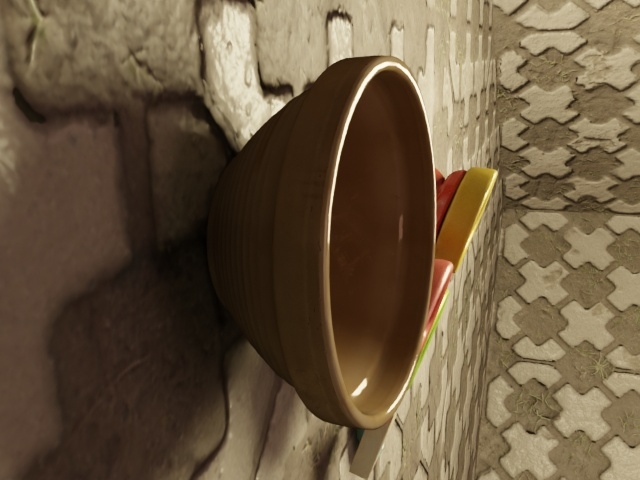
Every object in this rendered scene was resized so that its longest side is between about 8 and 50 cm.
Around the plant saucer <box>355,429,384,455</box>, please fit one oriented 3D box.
[{"bbox_3d":[0.065,0.207,0.814,0.119,0.021,0.119,4,90,-70],"label":"plant saucer"}]

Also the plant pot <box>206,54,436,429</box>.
[{"bbox_3d":[0.000,0.000,0.448,0.237,0.110,0.237,2,90,-67],"label":"plant pot"}]

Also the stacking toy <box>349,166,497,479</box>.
[{"bbox_3d":[0.061,0.065,0.710,0.309,0.130,0.279,-49,158,-51],"label":"stacking toy"}]
